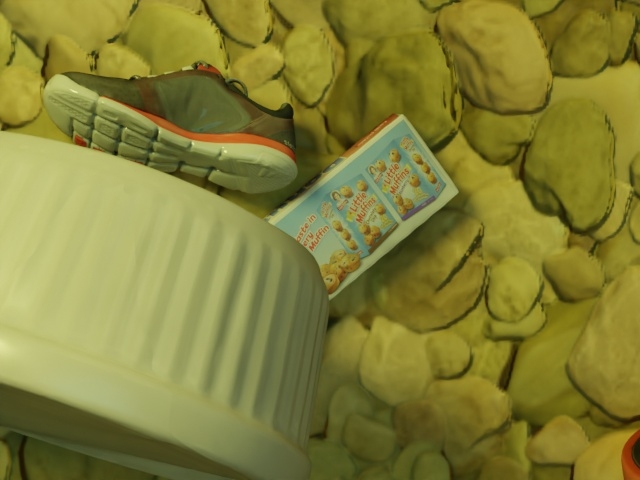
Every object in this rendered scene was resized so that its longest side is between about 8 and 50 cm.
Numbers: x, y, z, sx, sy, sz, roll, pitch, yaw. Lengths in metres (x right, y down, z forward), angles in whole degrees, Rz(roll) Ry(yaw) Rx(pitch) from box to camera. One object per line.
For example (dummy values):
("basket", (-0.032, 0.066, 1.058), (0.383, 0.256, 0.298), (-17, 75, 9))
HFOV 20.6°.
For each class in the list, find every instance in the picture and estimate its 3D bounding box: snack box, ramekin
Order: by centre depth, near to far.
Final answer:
("ramekin", (-0.119, 0.041, 0.938), (0.273, 0.273, 0.127), (23, 76, -18))
("snack box", (0.000, 0.000, 1.089), (0.178, 0.022, 0.064), (-40, 104, -11))

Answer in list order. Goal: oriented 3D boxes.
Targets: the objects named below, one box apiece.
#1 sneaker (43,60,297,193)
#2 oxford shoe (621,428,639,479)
("sneaker", (-0.087, -0.077, 1.047), (0.158, 0.061, 0.065), (17, 63, -19))
("oxford shoe", (0.327, 0.141, 1.182), (0.271, 0.097, 0.098), (-17, 120, -11))
